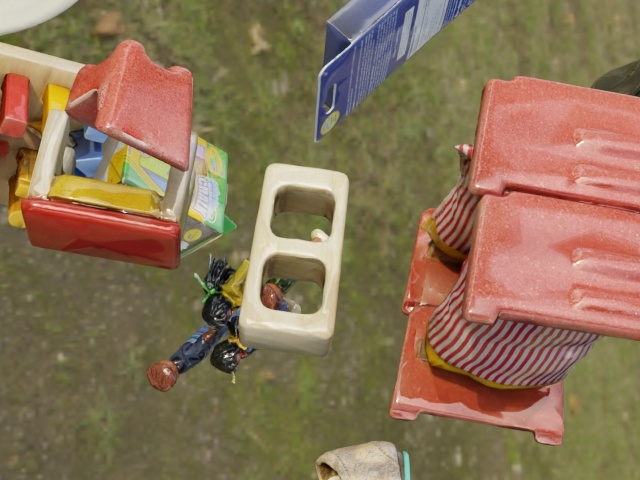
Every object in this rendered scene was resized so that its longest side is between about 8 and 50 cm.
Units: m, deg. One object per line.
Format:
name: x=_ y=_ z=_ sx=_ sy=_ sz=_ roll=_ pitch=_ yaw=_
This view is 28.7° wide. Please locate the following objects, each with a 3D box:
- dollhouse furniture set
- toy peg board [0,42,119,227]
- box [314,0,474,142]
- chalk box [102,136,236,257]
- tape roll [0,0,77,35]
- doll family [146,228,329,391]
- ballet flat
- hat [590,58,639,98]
dollhouse furniture set: x=0.000 y=0.000 z=0.754 sx=0.201 sy=0.374 sz=0.152 roll=105 pitch=-7 yaw=-65
toy peg board: x=-0.248 y=-0.069 z=1.027 sx=0.161 sy=0.161 sz=0.079 roll=13 pitch=43 yaw=-23
box: x=0.064 y=-0.193 z=1.103 sx=0.225 sy=0.036 sz=0.136 roll=-44 pitch=166 yaw=-18
chalk box: x=-0.206 y=-0.061 z=1.622 sx=0.213 sy=0.132 sz=0.132 roll=29 pitch=48 yaw=-38
tape roll: x=-0.350 y=-0.341 z=1.067 sx=0.392 sy=0.392 sz=0.072 roll=61 pitch=23 yaw=-44
doll family: x=-0.068 y=0.062 z=0.988 sx=0.111 sy=0.076 sz=0.193 roll=-46 pitch=166 yaw=-48
ballet flat: x=0.035 y=0.329 z=1.150 sx=0.107 sy=0.106 sz=0.316 roll=105 pitch=-14 yaw=-46
hat: x=0.422 y=-0.157 z=1.645 sx=0.331 sy=0.134 sz=0.331 roll=-9 pitch=101 yaw=-58
